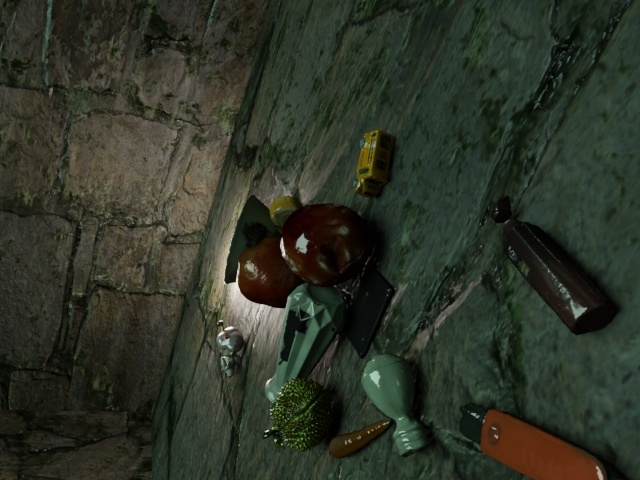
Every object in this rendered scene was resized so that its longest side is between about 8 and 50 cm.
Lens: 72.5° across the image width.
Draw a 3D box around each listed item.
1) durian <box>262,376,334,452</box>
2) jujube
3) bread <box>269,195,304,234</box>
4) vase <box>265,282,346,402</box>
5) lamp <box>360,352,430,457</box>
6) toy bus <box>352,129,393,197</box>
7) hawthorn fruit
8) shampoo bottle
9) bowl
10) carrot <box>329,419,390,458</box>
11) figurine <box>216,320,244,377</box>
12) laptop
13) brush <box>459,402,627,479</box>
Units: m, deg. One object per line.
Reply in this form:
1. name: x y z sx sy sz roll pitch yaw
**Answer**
1. durian: -0.041 0.445 1.103 0.159 0.146 0.199 20 104 36
2. jujube: 0.000 0.000 1.139 0.318 0.222 0.223 -140 65 -70
3. bread: -0.104 -0.080 1.474 0.122 0.149 0.073 -19 50 10
4. vase: -0.051 0.286 1.183 0.361 0.164 0.165 -69 27 25
5. lamp: 0.146 0.312 0.848 0.106 0.106 0.193 -52 45 41
6. toy bus: 0.137 -0.192 1.110 0.074 0.069 0.162 -3 75 61
7. hawthorn fruit: -0.133 0.111 1.370 0.260 0.224 0.224 27 104 38
8. shampoo bottle: 0.325 0.027 0.646 0.237 0.066 0.068 -110 32 -47
9. bowl: -0.221 0.016 1.572 0.337 0.157 0.338 -164 90 -88
10. carrot: 0.087 0.438 0.969 0.216 0.048 0.048 -46 40 39
11. figurine: -0.370 0.443 1.793 0.137 0.111 0.229 -167 76 -71
12. laptop: 0.109 0.170 1.066 0.197 0.016 0.135 -69 26 16
13. brush: 0.311 0.295 0.584 0.323 0.051 0.071 1 73 66
